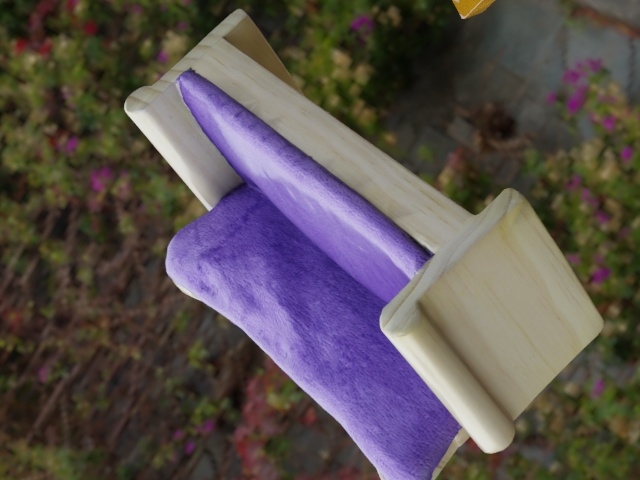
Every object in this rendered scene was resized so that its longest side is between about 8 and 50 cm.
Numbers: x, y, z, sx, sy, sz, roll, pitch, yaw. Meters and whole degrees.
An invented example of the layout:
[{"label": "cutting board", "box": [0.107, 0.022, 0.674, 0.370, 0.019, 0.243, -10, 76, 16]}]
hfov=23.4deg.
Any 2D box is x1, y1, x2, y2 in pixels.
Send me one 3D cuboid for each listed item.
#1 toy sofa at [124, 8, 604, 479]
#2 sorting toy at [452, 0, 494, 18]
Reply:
[{"label": "toy sofa", "box": [0.000, 0.000, 1.055, 0.362, 0.177, 0.150, 40, 171, 47]}, {"label": "sorting toy", "box": [0.134, -0.272, 0.960, 0.229, 0.041, 0.307, 63, 155, 6]}]
